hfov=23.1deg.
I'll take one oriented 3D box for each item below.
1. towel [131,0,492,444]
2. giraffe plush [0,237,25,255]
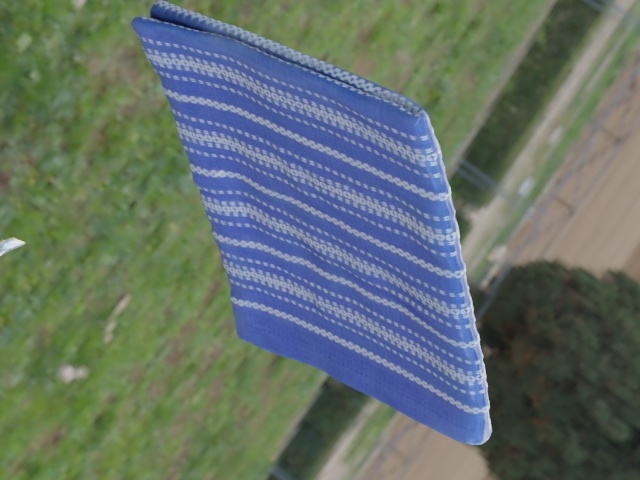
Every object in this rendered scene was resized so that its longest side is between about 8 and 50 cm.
[{"bbox_3d":[0.000,0.000,1.089,0.040,0.243,0.336,-47,143,-26],"label":"towel"},{"bbox_3d":[-0.275,-0.048,0.820,0.210,0.170,0.181,-14,163,-10],"label":"giraffe plush"}]
